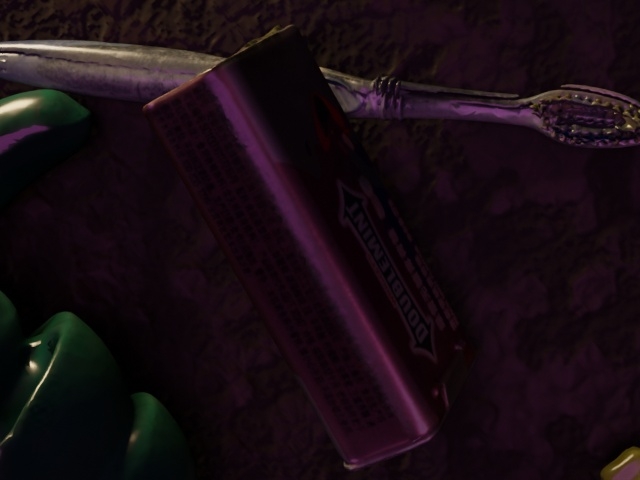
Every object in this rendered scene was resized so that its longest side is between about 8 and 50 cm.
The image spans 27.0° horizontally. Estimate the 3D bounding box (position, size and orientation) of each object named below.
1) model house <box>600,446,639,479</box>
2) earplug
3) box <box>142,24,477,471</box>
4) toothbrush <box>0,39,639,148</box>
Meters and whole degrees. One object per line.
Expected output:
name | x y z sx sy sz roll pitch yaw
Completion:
model house | 0.209 0.229 0.681 0.175 0.193 0.234 -39 86 14
earplug | -0.171 0.082 0.789 0.280 0.257 0.164 43 134 -12
box | 0.000 0.000 0.724 0.069 0.120 0.224 -25 101 26
toothbrush | -0.013 -0.089 0.781 0.413 0.042 0.035 7 96 13
